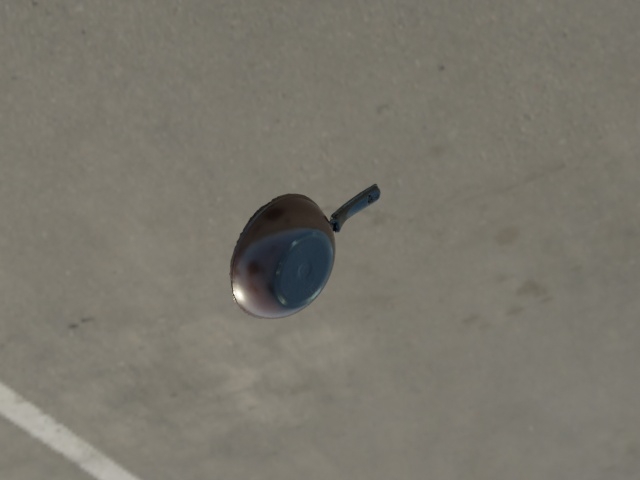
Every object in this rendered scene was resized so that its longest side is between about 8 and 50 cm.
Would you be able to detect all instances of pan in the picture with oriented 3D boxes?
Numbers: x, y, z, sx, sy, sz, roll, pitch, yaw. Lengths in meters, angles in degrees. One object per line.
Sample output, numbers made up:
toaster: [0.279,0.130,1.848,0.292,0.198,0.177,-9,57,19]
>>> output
pan: [0.001,0.000,0.636,0.115,0.023,0.068,-35,132,-36]
